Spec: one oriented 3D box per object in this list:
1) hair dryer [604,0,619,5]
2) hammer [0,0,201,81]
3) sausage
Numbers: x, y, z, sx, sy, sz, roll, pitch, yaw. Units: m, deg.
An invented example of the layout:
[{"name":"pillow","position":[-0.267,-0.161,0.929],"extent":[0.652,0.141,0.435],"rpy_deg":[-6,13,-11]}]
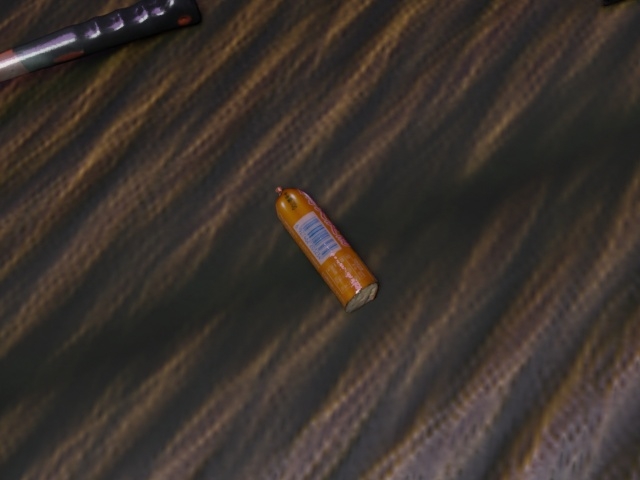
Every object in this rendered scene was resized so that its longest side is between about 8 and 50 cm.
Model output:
[{"name":"hair dryer","position":[0.308,-0.251,0.540],"extent":[0.194,0.050,0.173],"rpy_deg":[-15,64,4]},{"name":"hammer","position":[-0.232,-0.144,0.537],"extent":[0.287,0.111,0.033],"rpy_deg":[-25,70,-12]},{"name":"sausage","position":[0.000,0.000,0.478],"extent":[0.031,0.031,0.107],"rpy_deg":[-33,68,-7]}]
